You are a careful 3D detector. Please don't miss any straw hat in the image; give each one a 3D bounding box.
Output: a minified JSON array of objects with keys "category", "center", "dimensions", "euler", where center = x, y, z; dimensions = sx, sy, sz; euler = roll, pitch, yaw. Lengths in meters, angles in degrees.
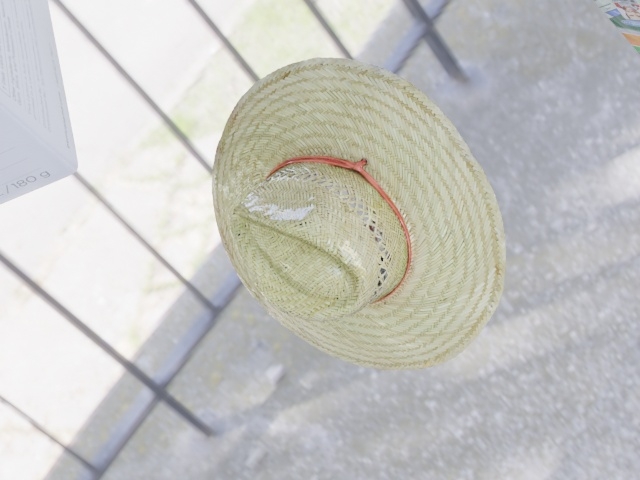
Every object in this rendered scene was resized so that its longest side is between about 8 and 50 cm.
[{"category":"straw hat","center":[0.000,0.000,0.569],"dimensions":[0.144,0.145,0.061],"euler":[-5,16,32]}]

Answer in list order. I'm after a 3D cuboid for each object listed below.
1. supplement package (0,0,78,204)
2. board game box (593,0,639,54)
[{"category":"supplement package","center":[-0.266,-0.130,0.630],"dimensions":[0.177,0.293,0.175],"euler":[-21,62,12]},{"category":"board game box","center":[0.277,-0.110,0.712],"dimensions":[0.317,0.213,0.046],"euler":[20,76,52]}]
